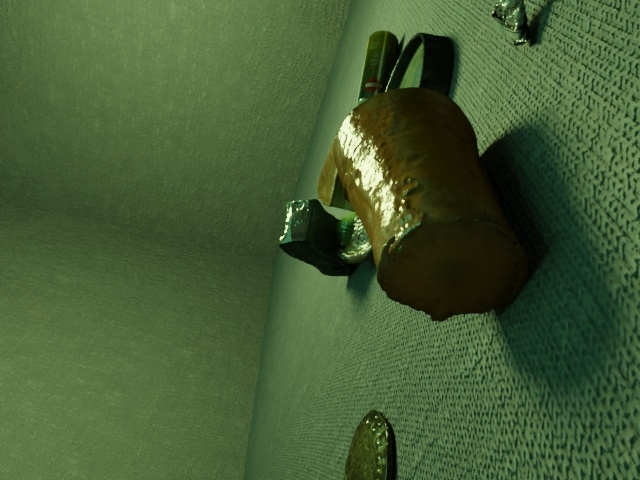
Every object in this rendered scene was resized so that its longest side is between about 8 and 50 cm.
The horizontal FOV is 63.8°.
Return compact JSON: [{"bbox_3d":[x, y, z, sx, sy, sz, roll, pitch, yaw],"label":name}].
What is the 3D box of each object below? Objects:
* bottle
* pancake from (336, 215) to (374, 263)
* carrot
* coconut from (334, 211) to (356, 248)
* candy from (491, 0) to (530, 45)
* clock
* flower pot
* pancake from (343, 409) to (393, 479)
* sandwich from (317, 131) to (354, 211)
[{"bbox_3d":[0.141,-0.394,1.308,0.082,0.082,0.286,127,156,-69],"label":"bottle"},{"bbox_3d":[0.089,-0.047,1.068,0.184,0.020,0.190,-33,51,45],"label":"pancake"},{"bbox_3d":[0.113,-0.036,0.598,0.254,0.196,0.196,-90,16,-48],"label":"carrot"},{"bbox_3d":[0.073,-0.018,1.149,0.096,0.088,0.088,-49,-8,-34],"label":"coconut"},{"bbox_3d":[0.254,-0.313,0.551,0.226,0.051,0.094,117,161,-57],"label":"candy"},{"bbox_3d":[0.170,-0.260,0.995,0.280,0.055,0.280,-167,90,-82],"label":"clock"},{"bbox_3d":[0.000,0.000,1.209,0.103,0.229,0.108,-8,61,35],"label":"flower pot"},{"bbox_3d":[0.069,0.355,0.782,0.199,0.021,0.199,-166,90,-81],"label":"pancake"},{"bbox_3d":[0.066,-0.184,1.345,0.220,0.108,0.186,-125,48,-73],"label":"sandwich"}]
